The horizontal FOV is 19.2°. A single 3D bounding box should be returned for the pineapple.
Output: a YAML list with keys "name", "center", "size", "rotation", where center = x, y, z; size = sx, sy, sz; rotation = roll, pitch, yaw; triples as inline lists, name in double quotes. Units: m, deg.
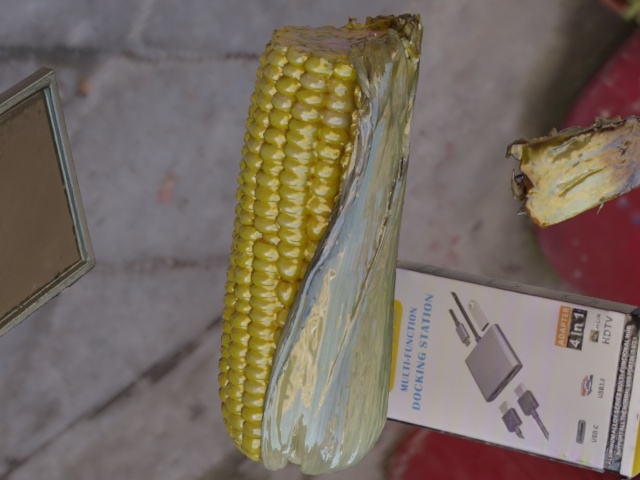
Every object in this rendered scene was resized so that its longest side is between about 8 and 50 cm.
- name: "pineapple"
  center: [0.205, -0.063, 1.387]
  size: [0.137, 0.069, 0.116]
  rotation: [-27, -171, -38]

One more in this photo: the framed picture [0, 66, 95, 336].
- name: "framed picture"
  center: [-0.337, 0.003, 1.794]
  size: [0.315, 0.024, 0.232]
  rotation: [-41, 133, -43]

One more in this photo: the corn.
- name: "corn"
  center: [0.005, 0.001, 1.225]
  size: [0.123, 0.122, 0.305]
  rotation: [-4, 106, -45]

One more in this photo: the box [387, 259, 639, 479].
- name: "box"
  center: [0.137, 0.095, 1.459]
  size: [0.033, 0.247, 0.129]
  rotation: [-18, 116, -63]
